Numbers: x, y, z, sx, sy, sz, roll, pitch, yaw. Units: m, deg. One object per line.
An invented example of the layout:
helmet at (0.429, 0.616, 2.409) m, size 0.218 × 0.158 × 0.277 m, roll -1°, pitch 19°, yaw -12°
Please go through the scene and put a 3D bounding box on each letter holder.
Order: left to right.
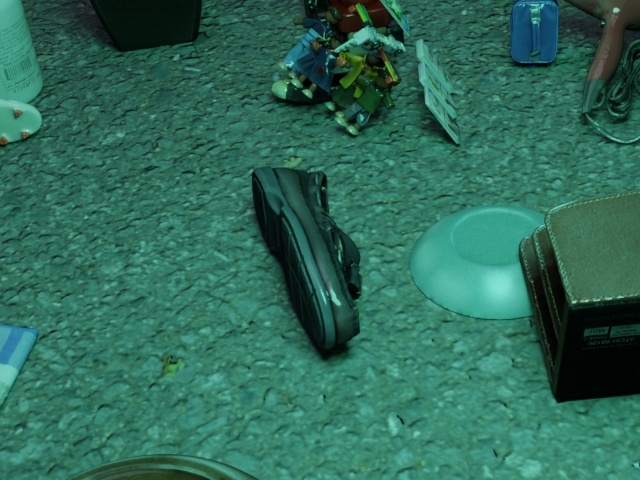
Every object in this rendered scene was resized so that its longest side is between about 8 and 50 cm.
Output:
letter holder at (0.358, 0.010, 1.020) m, size 0.301 × 0.152 × 0.214 m, roll -6°, pitch 49°, yaw 1°

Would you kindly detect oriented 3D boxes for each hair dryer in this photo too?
hair dryer at (0.392, -0.278, 1.400) m, size 0.223 × 0.080 × 0.293 m, roll -24°, pitch 63°, yaw -23°

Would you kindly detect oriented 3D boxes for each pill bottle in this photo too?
pill bottle at (-0.488, -0.309, 1.525) m, size 0.131 × 0.229 × 0.131 m, roll -4°, pitch 37°, yaw 3°

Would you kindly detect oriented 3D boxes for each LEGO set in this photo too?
LEGO set at (0.093, -0.244, 1.382) m, size 0.060 × 0.244 × 0.182 m, roll -30°, pitch 31°, yaw 23°

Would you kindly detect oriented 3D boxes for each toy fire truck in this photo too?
toy fire truck at (0.019, -0.411, 1.564) m, size 0.158 × 0.246 × 0.217 m, roll -11°, pitch 38°, yaw -6°

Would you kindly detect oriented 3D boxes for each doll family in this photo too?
doll family at (0.027, -0.235, 1.422) m, size 0.193 × 0.111 × 0.076 m, roll 40°, pitch 17°, yaw 7°

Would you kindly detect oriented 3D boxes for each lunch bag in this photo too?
lunch bag at (0.301, -0.293, 1.496) m, size 0.067 × 0.098 × 0.065 m, roll 1°, pitch 20°, yaw 13°

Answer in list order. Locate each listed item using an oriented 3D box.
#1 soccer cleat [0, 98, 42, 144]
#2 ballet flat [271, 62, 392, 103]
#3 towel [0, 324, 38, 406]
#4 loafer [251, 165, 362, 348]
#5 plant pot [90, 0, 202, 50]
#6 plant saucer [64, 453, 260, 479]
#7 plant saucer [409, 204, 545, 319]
soccer cleat at (-0.483, -0.169, 1.482) m, size 0.196 × 0.068 × 0.076 m, roll -8°, pitch 35°, yaw 3°
ballet flat at (0.016, -0.224, 1.485) m, size 0.173 × 0.049 × 0.057 m, roll -5°, pitch 39°, yaw 2°
towel at (-0.429, 0.176, 1.054) m, size 0.209 × 0.034 × 0.285 m, roll 4°, pitch 39°, yaw 12°
loafer at (0.000, 0.000, 1.161) m, size 0.095 × 0.109 × 0.302 m, roll -11°, pitch 35°, yaw -12°
plant pot at (-0.270, -0.404, 1.667) m, size 0.187 × 0.167 × 0.188 m, roll -10°, pitch 37°, yaw -3°
plant saucer at (-0.153, 0.284, 0.863) m, size 0.310 × 0.050 × 0.311 m, roll -5°, pitch 37°, yaw 4°
plant saucer at (0.194, 0.009, 1.171) m, size 0.194 × 0.037 × 0.195 m, roll -5°, pitch 37°, yaw 4°
